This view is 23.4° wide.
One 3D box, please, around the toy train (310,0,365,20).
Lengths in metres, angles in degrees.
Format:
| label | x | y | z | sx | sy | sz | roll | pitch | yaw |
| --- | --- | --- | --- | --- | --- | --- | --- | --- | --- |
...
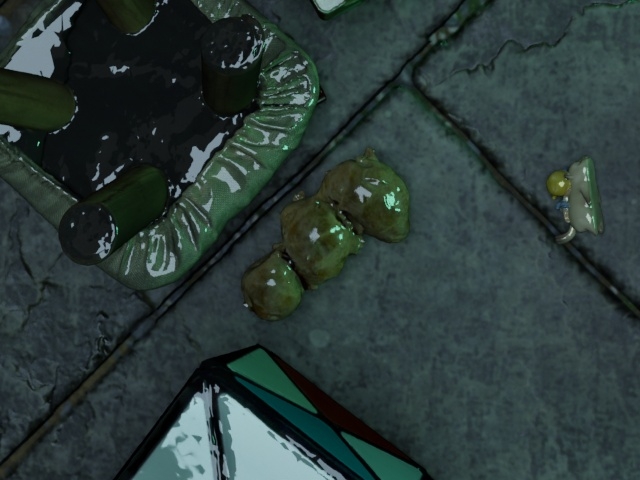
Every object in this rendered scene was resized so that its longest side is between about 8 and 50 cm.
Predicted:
| label | x | y | z | sx | sy | sz | roll | pitch | yaw |
| --- | --- | --- | --- | --- | --- | --- | --- | --- | --- |
| toy train | 0.090 | -0.330 | 1.493 | 0.326 | 0.159 | 0.129 | -31 | 91 | 4 |

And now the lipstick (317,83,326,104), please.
| label | x | y | z | sx | sy | sz | roll | pitch | yaw |
| --- | --- | --- | --- | --- | --- | --- | --- | --- | --- |
| lipstick | -0.076 | -0.114 | 1.586 | 0.176 | 0.027 | 0.027 | -27 | 88 | 9 |

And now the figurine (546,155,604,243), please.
| label | x | y | z | sx | sy | sz | roll | pitch | yaw |
| --- | --- | --- | --- | --- | --- | --- | --- | --- | --- |
| figurine | 0.251 | -0.040 | 1.539 | 0.051 | 0.047 | 0.083 | -9 | 86 | 18 |

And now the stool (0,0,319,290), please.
| label | x | y | z | sx | sy | sz | roll | pitch | yaw |
| --- | --- | --- | --- | --- | --- | --- | --- | --- | --- |
| stool | -0.204 | -0.144 | 1.491 | 0.310 | 0.226 | 0.310 | 40 | 96 | 13 |

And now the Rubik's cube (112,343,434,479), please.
| label | x | y | z | sx | sy | sz | roll | pitch | yaw |
| --- | --- | --- | --- | --- | --- | --- | --- | --- | --- |
| Rubik's cube | -0.062 | 0.271 | 1.487 | 0.250 | 0.248 | 0.246 | 37 | 97 | 5 |

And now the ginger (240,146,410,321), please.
| label | x | y | z | sx | sy | sz | roll | pitch | yaw |
| --- | --- | --- | --- | --- | --- | --- | --- | --- | --- |
| ginger | 0.000 | 0.000 | 1.553 | 0.204 | 0.080 | 0.104 | -38 | 93 | 5 |
